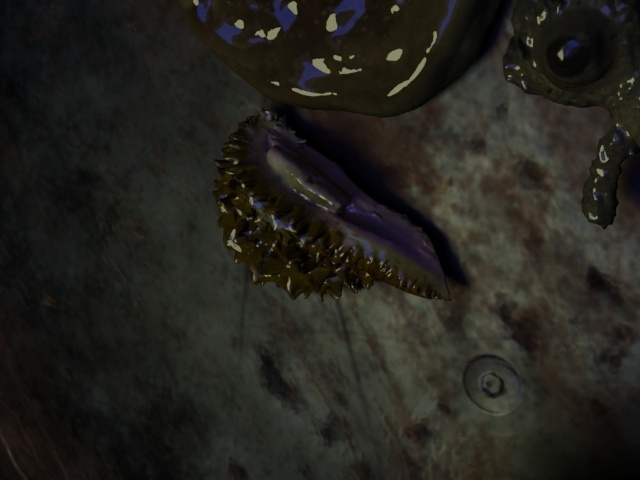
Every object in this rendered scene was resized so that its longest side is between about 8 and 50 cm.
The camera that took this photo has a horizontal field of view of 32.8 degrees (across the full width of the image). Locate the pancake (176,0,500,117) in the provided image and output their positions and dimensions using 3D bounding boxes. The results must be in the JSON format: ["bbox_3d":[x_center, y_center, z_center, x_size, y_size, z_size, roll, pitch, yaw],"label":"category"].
[{"bbox_3d":[0.008,-0.225,0.767,0.294,0.049,0.295,10,110,29],"label":"pancake"}]

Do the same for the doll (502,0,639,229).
[{"bbox_3d":[0.231,-0.060,0.657,0.202,0.091,0.286,-21,103,47],"label":"doll"}]

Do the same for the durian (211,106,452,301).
[{"bbox_3d":[-0.005,-0.003,0.821,0.224,0.078,0.140,28,118,25],"label":"durian"}]
